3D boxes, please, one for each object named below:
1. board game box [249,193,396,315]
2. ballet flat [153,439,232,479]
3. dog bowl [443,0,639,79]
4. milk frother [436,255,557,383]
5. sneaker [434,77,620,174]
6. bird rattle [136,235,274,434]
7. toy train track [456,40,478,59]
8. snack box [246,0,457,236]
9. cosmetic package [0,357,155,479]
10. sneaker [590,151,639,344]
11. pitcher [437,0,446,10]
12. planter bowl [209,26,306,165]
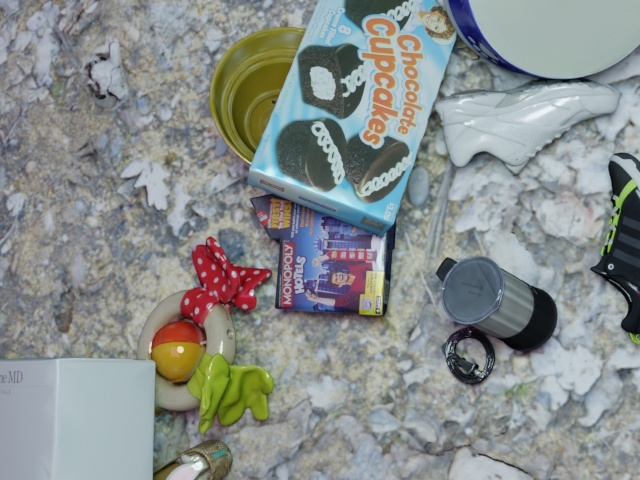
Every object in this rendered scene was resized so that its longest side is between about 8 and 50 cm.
[{"bbox_3d":[0.000,0.000,1.129,0.194,0.060,0.194,3,82,16],"label":"board game box"},{"bbox_3d":[-0.213,0.332,1.126,0.206,0.067,0.073,-37,75,7],"label":"ballet flat"},{"bbox_3d":[0.283,-0.330,1.015,0.265,0.104,0.265,-2,107,-7],"label":"dog bowl"},{"bbox_3d":[0.191,0.101,1.024,0.129,0.134,0.143,14,81,47],"label":"milk frother"},{"bbox_3d":[0.266,-0.146,1.082,0.232,0.090,0.115,-8,106,5],"label":"sneaker"},{"bbox_3d":[-0.169,0.132,1.122,0.207,0.143,0.253,-20,73,27],"label":"bird rattle"},{"bbox_3d":[0.210,-0.282,1.145,0.048,0.014,0.083,-3,75,21],"label":"toy train track"},{"bbox_3d":[0.049,-0.185,1.077,0.187,0.060,0.322,21,70,-3],"label":"snack box"},{"bbox_3d":[-0.334,0.341,1.076,0.217,0.156,0.385,-11,78,41],"label":"cosmetic package"},{"bbox_3d":[0.372,0.009,1.019,0.097,0.084,0.235,-16,78,13],"label":"sneaker"},{"bbox_3d":[0.187,-0.408,1.107,0.178,0.125,0.207,-35,82,-11],"label":"pitcher"},{"bbox_3d":[-0.043,-0.169,1.135,0.217,0.090,0.217,3,73,-9],"label":"planter bowl"}]
